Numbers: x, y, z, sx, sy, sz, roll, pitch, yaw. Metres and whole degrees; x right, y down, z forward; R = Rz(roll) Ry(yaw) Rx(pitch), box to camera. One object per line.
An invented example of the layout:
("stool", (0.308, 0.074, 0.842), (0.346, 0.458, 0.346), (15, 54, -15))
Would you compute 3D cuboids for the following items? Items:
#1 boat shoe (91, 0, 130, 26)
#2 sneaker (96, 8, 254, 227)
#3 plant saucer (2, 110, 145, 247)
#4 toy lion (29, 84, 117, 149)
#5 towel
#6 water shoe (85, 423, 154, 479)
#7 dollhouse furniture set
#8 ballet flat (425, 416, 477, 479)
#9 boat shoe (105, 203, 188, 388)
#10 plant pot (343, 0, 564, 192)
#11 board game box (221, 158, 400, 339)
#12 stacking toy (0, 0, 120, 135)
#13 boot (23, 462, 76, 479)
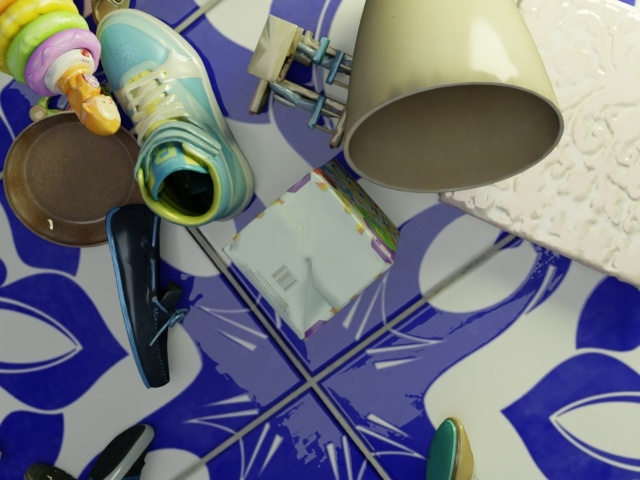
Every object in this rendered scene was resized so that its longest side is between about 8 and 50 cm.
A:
("boat shoe", (-0.283, -0.359, 1.380), (0.056, 0.048, 0.153), (13, 99, 4))
("sneaker", (-0.200, -0.157, 1.315), (0.127, 0.208, 0.319), (-32, 96, 12))
("plant saucer", (-0.329, -0.086, 1.405), (0.199, 0.036, 0.198), (-3, 114, -7))
("toy lion", (-0.336, -0.180, 1.422), (0.100, 0.034, 0.096), (38, 93, 0))
("towel", (0.356, -0.141, 1.345), (0.317, 0.053, 0.331), (23, 99, 3))
("water shoe", (-0.289, 0.356, 1.451), (0.080, 0.073, 0.203), (46, 64, -29))
("dollhouse furniture set", (-0.018, -0.196, 1.307), (0.129, 0.183, 0.129), (23, 99, 2))
("ballet flat", (0.179, 0.354, 1.432), (0.073, 0.080, 0.232), (8, 103, -24))
("boat shoe", (-0.228, 0.078, 1.403), (0.089, 0.109, 0.258), (-11, 107, -10))
("plant pot", (0.145, -0.235, 1.254), (0.257, 0.256, 0.274), (-7, 65, 7))
("board game box", (0.000, 0.000, 1.286), (0.142, 0.275, 0.144), (-41, 92, 9))
("stacking toy", (-0.346, -0.243, 1.298), (0.166, 0.175, 0.302), (-45, 72, 11))
("boot", (-0.399, 0.453, 1.501), (0.190, 0.076, 0.208), (38, 106, 2))
